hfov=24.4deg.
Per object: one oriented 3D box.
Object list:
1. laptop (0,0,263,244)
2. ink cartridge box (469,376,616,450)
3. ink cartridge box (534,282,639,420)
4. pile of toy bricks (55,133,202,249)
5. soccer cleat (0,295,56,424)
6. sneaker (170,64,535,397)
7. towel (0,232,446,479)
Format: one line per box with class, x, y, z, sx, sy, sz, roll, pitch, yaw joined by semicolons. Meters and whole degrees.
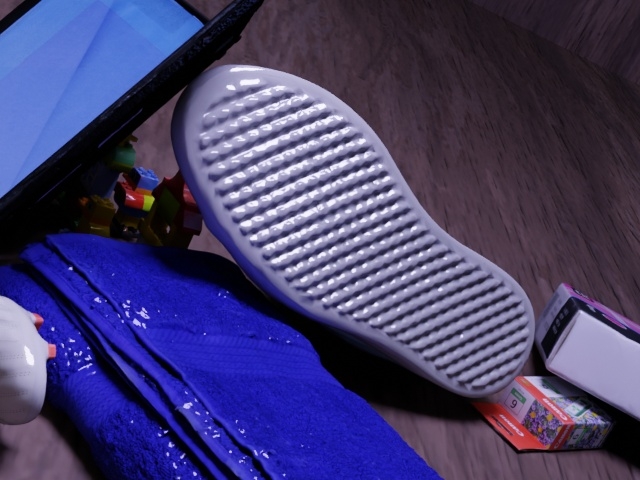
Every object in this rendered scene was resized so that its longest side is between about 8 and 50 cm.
laptop;-0.177;-0.115;0.975;0.136;0.234;0.264;48;-12;-4
ink cartridge box;0.178;0.136;1.174;0.115;0.029;0.063;6;29;-47
ink cartridge box;0.355;0.160;1.253;0.371;0.069;0.176;31;7;1
pile of toy bricks;-0.163;-0.064;1.086;0.118;0.105;0.212;15;19;-34
soccer cleat;-0.217;0.046;0.844;0.076;0.068;0.196;4;24;-39
sneaker;0.000;0.000;1.080;0.150;0.135;0.366;16;-22;51
towel;-0.045;0.102;0.905;0.227;0.076;0.308;4;31;-47
